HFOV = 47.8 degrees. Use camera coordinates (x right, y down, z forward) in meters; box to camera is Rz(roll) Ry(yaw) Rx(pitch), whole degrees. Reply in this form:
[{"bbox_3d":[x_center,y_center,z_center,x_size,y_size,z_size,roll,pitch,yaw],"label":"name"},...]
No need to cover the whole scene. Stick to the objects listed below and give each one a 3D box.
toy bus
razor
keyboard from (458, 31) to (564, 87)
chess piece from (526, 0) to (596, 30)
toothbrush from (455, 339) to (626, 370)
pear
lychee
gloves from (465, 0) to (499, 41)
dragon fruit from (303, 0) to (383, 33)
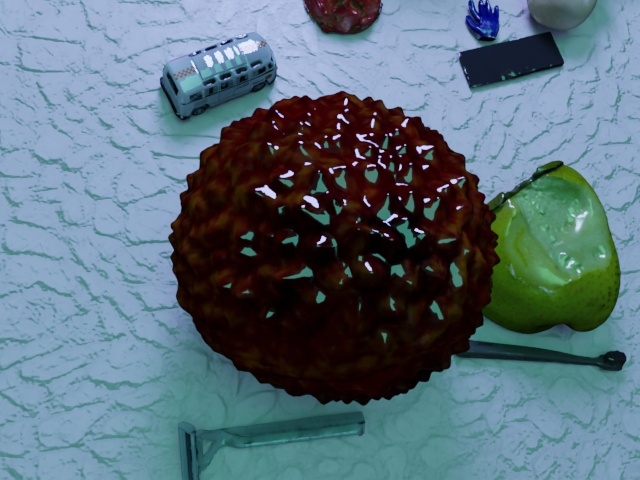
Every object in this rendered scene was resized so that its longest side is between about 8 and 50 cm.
[{"bbox_3d":[-0.162,-0.278,1.182,0.193,0.089,0.087,-25,80,-16],"label":"toy bus"},{"bbox_3d":[-0.068,0.289,1.066,0.277,0.056,0.111,-7,113,-18],"label":"razor"},{"bbox_3d":[0.350,-0.332,1.325,0.196,0.015,0.074,-16,74,-14],"label":"keyboard"},{"bbox_3d":[0.489,-0.523,1.340,0.167,0.167,0.300,30,79,-1],"label":"chess piece"},{"bbox_3d":[0.357,0.185,1.177,0.297,0.031,0.030,6,48,-7],"label":"toothbrush"},{"bbox_3d":[0.358,0.032,1.153,0.292,0.159,0.293,3,77,-11],"label":"pear"},{"bbox_3d":[0.000,0.000,0.983,0.499,0.425,0.425,26,67,40],"label":"lychee"},{"bbox_3d":[0.299,-0.408,1.329,0.064,0.026,0.086,4,74,-6],"label":"gloves"},{"bbox_3d":[0.052,-0.448,1.257,0.153,0.111,0.153,3,78,-11],"label":"dragon fruit"}]
